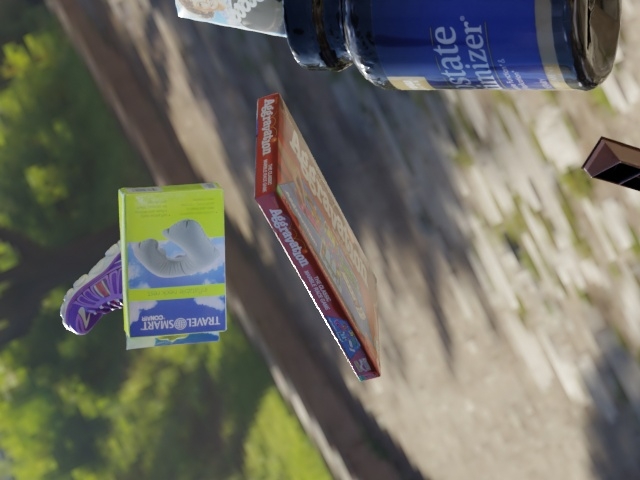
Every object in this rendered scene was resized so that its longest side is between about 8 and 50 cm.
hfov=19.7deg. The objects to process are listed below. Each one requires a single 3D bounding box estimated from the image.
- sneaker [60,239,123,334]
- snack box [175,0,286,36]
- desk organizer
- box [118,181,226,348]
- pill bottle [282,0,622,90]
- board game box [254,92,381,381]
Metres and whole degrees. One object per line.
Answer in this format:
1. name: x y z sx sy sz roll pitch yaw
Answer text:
1. sneaker: -0.258 0.064 2.285 0.068 0.170 0.071 -3 -127 -55
2. snack box: -0.068 -0.334 1.829 0.322 0.187 0.060 83 -156 -53
3. desk organizer: 0.371 -0.074 2.128 0.130 0.047 0.050 14 -151 -31
4. box: -0.157 0.031 1.960 0.042 0.109 0.178 -137 45 -71
5. pill bottle: 0.091 -0.166 1.291 0.123 0.219 0.122 2 -90 -66
6. board game box: 0.000 0.000 1.851 0.145 0.027 0.281 -92 -20 -46
